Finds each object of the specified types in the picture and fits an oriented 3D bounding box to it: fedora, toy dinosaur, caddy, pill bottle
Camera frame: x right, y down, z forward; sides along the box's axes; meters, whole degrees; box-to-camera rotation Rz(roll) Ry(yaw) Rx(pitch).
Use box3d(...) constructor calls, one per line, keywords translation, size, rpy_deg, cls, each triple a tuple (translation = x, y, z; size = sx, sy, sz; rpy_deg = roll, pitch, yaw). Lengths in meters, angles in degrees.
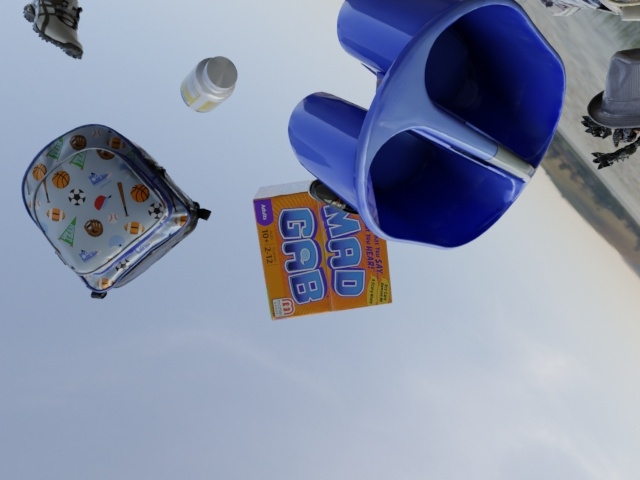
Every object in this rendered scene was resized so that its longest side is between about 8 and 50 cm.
box3d(translation=(0.685, -0.341, 1.054), size=(0.275, 0.244, 0.124), rpy_deg=(-40, -59, -41), cls="fedora")
box3d(translation=(0.869, -0.318, 1.415), size=(0.322, 0.218, 0.164), rpy_deg=(-16, -97, -78), cls="toy dinosaur")
box3d(translation=(0.135, -0.115, 0.541), size=(0.341, 0.241, 0.179), rpy_deg=(8, -156, -49), cls="caddy")
box3d(translation=(-0.264, -0.375, 1.217), size=(0.103, 0.184, 0.103), rpy_deg=(0, -90, -30), cls="pill bottle")

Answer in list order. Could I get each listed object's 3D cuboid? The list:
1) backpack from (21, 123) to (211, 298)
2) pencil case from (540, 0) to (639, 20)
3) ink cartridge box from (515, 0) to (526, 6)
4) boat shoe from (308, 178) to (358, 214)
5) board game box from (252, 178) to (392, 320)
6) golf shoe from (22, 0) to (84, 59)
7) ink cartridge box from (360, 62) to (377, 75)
box3d(translation=(-0.389, -0.067, 0.915), size=(0.263, 0.276, 0.213), rpy_deg=(50, 172, 2), cls="backpack")
box3d(translation=(0.594, -0.570, 1.092), size=(0.160, 0.183, 0.410), rpy_deg=(11, -157, 2), cls="pencil case")
box3d(translation=(0.366, -0.526, 1.089), size=(0.072, 0.127, 0.175), rpy_deg=(44, -168, 25), cls="ink cartridge box")
box3d(translation=(0.036, -0.081, 0.938), size=(0.133, 0.049, 0.042), rpy_deg=(17, -167, -40), cls="boat shoe")
box3d(translation=(0.000, 0.000, 1.591), size=(0.356, 0.356, 0.356), rpy_deg=(-109, 11, -78), cls="board game box")
box3d(translation=(-0.477, -0.408, 0.930), size=(0.198, 0.094, 0.077), rpy_deg=(46, -171, 27), cls="golf shoe")
box3d(translation=(0.227, -0.467, 1.403), size=(0.324, 0.071, 0.330), rpy_deg=(25, -131, -38), cls="ink cartridge box")
